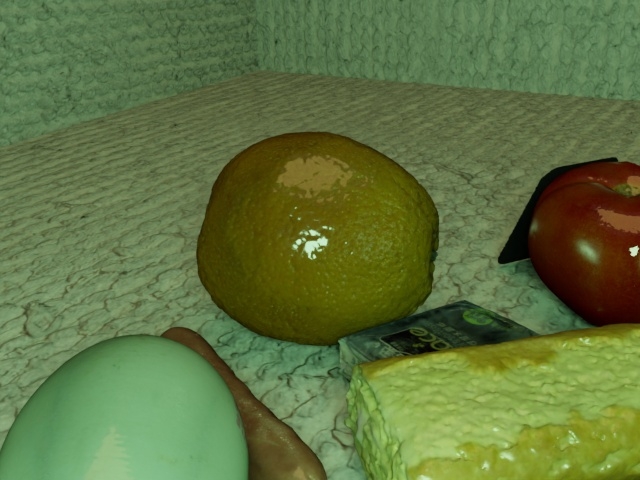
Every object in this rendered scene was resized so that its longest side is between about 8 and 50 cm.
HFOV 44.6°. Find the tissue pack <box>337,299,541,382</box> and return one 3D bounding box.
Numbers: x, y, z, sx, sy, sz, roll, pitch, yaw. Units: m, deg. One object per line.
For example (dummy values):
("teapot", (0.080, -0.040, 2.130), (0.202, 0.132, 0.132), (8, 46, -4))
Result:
("tissue pack", (0.165, 0.160, 1.070), (0.235, 0.073, 0.173), (-14, 24, -28))

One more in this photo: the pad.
("pad", (0.472, -0.081, 1.411), (0.323, 0.250, 0.055), (-29, 61, -33))

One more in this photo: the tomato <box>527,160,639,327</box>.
("tomato", (0.468, 0.015, 1.206), (0.299, 0.226, 0.298), (0, 28, 0))

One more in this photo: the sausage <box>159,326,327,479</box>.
("sausage", (-0.119, 0.205, 0.964), (0.088, 0.088, 0.433), (-14, 24, -28))

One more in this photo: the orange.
("orange", (0.000, 0.000, 1.172), (0.357, 0.322, 0.322), (10, 23, 3))

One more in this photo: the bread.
("bread", (0.228, 0.202, 0.843), (0.375, 0.165, 0.236), (-8, 24, -14))

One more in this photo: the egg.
("egg", (-0.182, 0.234, 0.710), (0.230, 0.230, 0.371), (-2, 29, -1))
